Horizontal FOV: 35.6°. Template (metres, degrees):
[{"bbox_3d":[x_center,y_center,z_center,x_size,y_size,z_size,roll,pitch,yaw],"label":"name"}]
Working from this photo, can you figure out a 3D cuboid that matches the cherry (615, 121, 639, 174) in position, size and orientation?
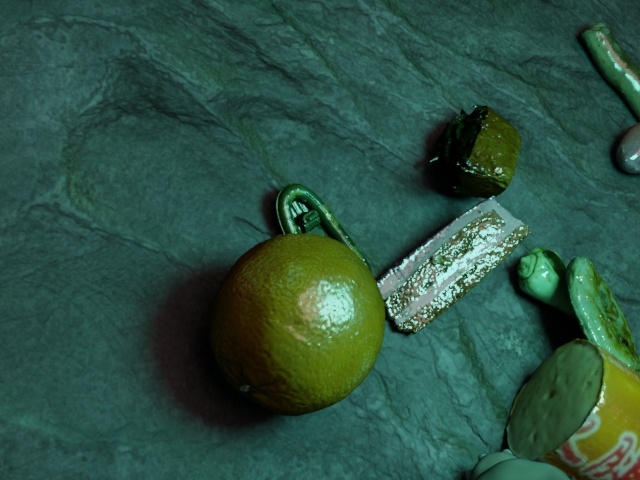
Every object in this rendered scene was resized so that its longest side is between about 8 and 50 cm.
[{"bbox_3d":[0.655,-0.187,2.037,0.126,0.087,0.106,-14,81,-14],"label":"cherry"}]

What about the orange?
[{"bbox_3d":[-0.036,0.122,1.434,0.264,0.264,0.264,12,63,-24],"label":"orange"}]

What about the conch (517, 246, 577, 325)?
[{"bbox_3d":[0.418,0.074,1.802,0.170,0.079,0.106,42,58,-24],"label":"conch"}]

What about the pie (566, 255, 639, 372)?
[{"bbox_3d":[0.500,0.139,1.763,0.240,0.054,0.240,47,28,-34],"label":"pie"}]

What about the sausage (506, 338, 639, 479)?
[{"bbox_3d":[0.483,0.328,1.624,0.287,0.233,0.233,34,56,-10],"label":"sausage"}]

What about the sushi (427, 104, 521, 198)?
[{"bbox_3d":[0.271,-0.142,1.769,0.140,0.149,0.287,31,36,-1],"label":"sushi"}]

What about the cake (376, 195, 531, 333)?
[{"bbox_3d":[0.215,0.046,1.705,0.295,0.113,0.116,-35,82,-23],"label":"cake"}]

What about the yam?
[{"bbox_3d":[0.662,-0.326,2.116,0.317,0.067,0.071,54,41,1],"label":"yam"}]

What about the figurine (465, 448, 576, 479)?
[{"bbox_3d":[0.345,0.440,1.419,0.203,0.380,0.248,41,65,-45],"label":"figurine"}]

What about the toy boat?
[{"bbox_3d":[0.000,0.000,1.616,0.104,0.052,0.210,-33,87,-33],"label":"toy boat"}]
